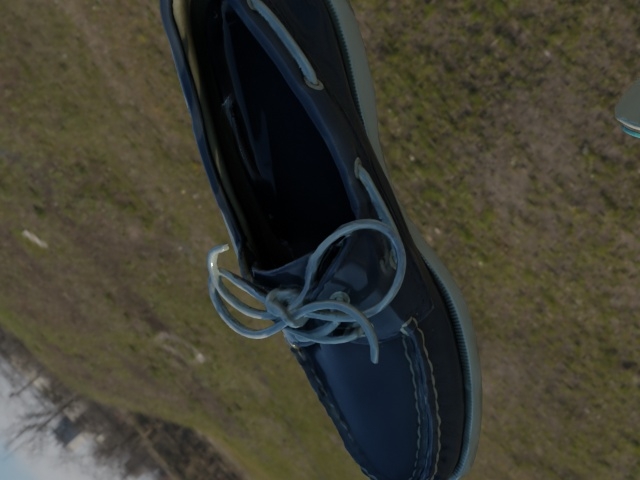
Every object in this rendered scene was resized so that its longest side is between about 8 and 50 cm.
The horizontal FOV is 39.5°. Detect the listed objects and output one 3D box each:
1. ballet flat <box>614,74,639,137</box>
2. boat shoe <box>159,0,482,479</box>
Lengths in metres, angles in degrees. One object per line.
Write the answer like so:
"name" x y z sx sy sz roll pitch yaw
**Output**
"ballet flat" 0.351 -0.158 0.815 0.086 0.248 0.086 23 123 40
"boat shoe" 0.000 0.000 0.383 0.095 0.079 0.255 -9 100 35
